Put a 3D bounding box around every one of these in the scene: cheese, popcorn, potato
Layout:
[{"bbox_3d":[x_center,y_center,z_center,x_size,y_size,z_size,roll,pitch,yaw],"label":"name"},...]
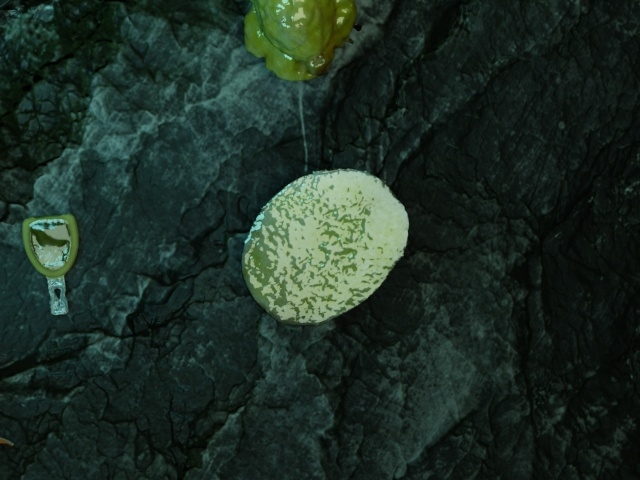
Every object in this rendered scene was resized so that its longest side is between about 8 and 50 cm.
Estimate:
[{"bbox_3d":[-0.429,0.040,1.576,0.086,0.036,0.162,-6,99,-16],"label":"cheese"},{"bbox_3d":[-0.024,-0.385,1.577,0.192,0.190,0.253,-4,102,-11],"label":"popcorn"},{"bbox_3d":[0.000,0.000,1.675,0.299,0.116,0.239,-44,102,3],"label":"potato"}]

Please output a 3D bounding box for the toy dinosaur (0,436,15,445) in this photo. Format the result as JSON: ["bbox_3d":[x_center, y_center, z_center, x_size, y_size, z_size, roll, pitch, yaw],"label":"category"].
[{"bbox_3d":[-0.626,0.343,1.544,0.280,0.055,0.101,-12,92,-15],"label":"toy dinosaur"}]

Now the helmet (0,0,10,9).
[{"bbox_3d":[-0.521,-0.407,1.453,0.177,0.107,0.153,14,96,-1],"label":"helmet"}]
